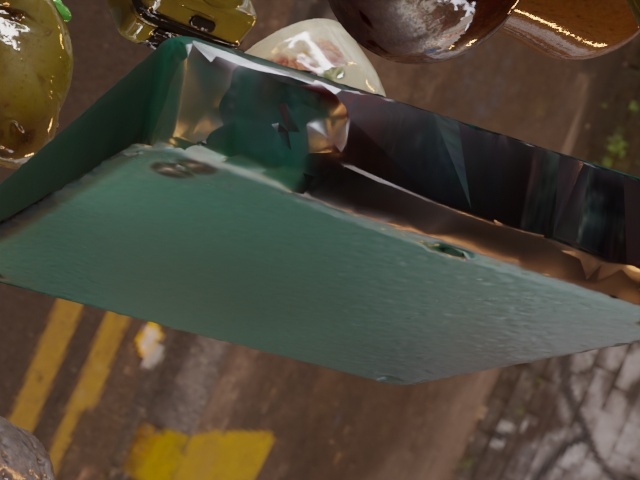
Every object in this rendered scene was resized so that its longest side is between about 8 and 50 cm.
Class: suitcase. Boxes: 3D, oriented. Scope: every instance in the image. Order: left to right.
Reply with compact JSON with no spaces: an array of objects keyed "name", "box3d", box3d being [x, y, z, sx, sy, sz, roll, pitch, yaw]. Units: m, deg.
[{"name":"suitcase","box3d":[-0.203,-0.369,1.890,0.193,0.235,0.143,16,130,-42]}]

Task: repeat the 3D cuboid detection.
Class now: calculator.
[{"name":"calculator","box3d":[0.000,0.000,0.566,0.248,0.274,0.058,-25,-125,58]}]

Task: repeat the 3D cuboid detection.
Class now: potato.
[{"name":"potato","box3d":[-0.309,-0.163,1.228,0.154,0.137,0.201,21,62,-48]}]

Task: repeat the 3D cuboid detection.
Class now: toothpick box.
[{"name":"toothpick box","box3d":[0.134,-0.221,1.010,0.294,0.192,0.192,0,113,-45]}]

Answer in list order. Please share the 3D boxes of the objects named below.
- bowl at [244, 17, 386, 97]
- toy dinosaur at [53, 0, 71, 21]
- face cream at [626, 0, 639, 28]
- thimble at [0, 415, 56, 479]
[{"name":"bowl","box3d":[-0.026,-0.107,1.531,0.277,0.145,0.277,-37,157,-18]},{"name":"toy dinosaur","box3d":[-0.509,-0.119,1.355,0.144,0.499,0.375,-153,-116,-77]},{"name":"face cream","box3d":[0.198,-0.091,0.631,0.067,0.285,0.139,-23,166,2]},{"name":"thimble","box3d":[-0.433,0.316,1.594,0.157,0.217,0.246,45,28,-46]}]
